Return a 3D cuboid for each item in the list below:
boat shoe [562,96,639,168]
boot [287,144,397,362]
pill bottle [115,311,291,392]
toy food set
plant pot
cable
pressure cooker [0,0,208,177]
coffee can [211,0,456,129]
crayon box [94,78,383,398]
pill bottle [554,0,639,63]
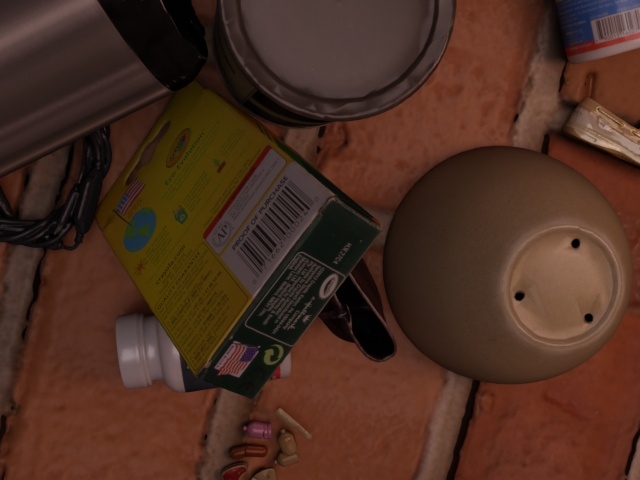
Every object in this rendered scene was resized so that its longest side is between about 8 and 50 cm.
[{"bbox_3d":[0.375,-0.120,1.007,0.170,0.063,0.059,22,98,-9],"label":"boat shoe"},{"bbox_3d":[0.000,0.000,0.890,0.090,0.207,0.248,-30,99,-5],"label":"boot"},{"bbox_3d":[-0.128,0.110,0.933,0.180,0.108,0.108,-7,97,-7],"label":"pill bottle"},{"bbox_3d":[-0.071,0.253,1.002,0.078,0.019,0.122,44,96,-10],"label":"toy food set"},{"bbox_3d":[0.227,0.038,0.937,0.284,0.191,0.284,-1,97,-8],"label":"plant pot"},{"bbox_3d":[-0.309,-0.085,0.923,0.151,0.047,0.184,12,90,-2],"label":"cable"},{"bbox_3d":[-0.354,-0.223,0.723,0.420,0.370,0.375,-26,124,3],"label":"pressure cooker"},{"bbox_3d":[-0.004,-0.214,0.833,0.202,0.275,0.201,-1,96,-8],"label":"coffee can"},{"bbox_3d":[-0.101,-0.021,0.849,0.081,0.318,0.202,30,100,-43],"label":"crayon box"},{"bbox_3d":[0.315,-0.319,0.948,0.124,0.124,0.221,-15,98,-7],"label":"pill bottle"}]
